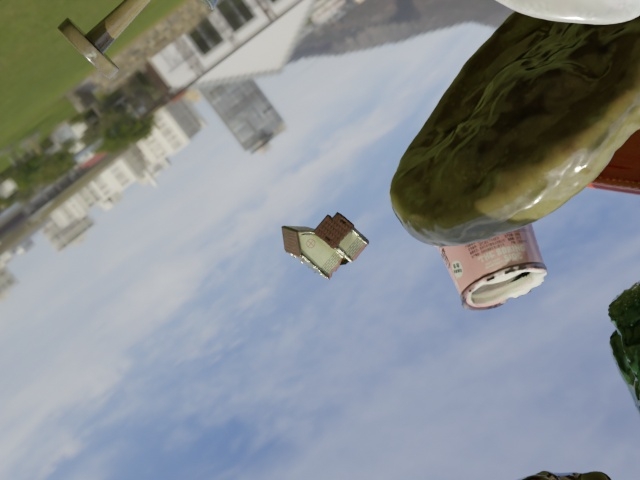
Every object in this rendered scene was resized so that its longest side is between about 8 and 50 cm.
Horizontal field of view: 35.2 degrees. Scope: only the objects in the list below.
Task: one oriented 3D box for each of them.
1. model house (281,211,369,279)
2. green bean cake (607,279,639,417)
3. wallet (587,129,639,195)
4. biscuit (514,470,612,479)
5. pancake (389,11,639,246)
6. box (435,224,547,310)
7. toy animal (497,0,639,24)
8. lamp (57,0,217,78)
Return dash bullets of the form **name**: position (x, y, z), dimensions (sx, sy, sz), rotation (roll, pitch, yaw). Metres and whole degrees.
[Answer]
- **model house**: position (0.000, 0.000, 0.963), dimensions (0.057, 0.058, 0.083), rotation (-48, -165, -5)
- **green bean cake**: position (0.421, 0.184, 0.930), dimensions (0.169, 0.308, 0.300), rotation (-35, -142, 23)
- **wallet**: position (0.384, -0.093, 1.088), dimensions (0.204, 0.045, 0.142), rotation (10, -132, 25)
- **biscuit**: position (0.190, 0.285, 0.578), dimensions (0.103, 0.332, 0.332), rotation (-49, -175, 31)
- **pancake**: position (0.136, -0.102, 0.675), dimensions (0.242, 0.050, 0.242), rotation (-37, -154, 21)
- **box**: position (0.227, 0.010, 1.352), dimensions (0.151, 0.135, 0.151), rotation (-16, 159, -6)
- **toy animal**: position (0.018, -0.143, 0.392), dimensions (0.131, 0.221, 0.104), rotation (-41, -179, -4)
- **lamp**: position (-0.163, -0.263, 1.009), dimensions (0.214, 0.121, 0.121), rotation (-44, -167, 0)
